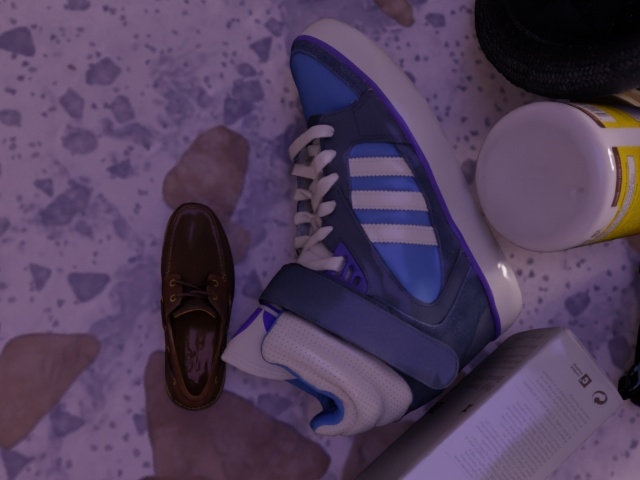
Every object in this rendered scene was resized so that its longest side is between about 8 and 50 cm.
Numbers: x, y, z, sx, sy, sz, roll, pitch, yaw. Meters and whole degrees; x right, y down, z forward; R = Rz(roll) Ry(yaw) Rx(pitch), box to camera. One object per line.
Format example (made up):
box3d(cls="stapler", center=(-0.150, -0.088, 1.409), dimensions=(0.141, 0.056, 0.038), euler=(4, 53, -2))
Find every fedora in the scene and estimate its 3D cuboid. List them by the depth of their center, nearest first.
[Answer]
box3d(cls="fedora", center=(0.295, -0.228, 0.752), dimensions=(0.152, 0.334, 0.334), euler=(33, 75, -34))

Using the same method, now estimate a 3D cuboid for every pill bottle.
box3d(cls="pill bottle", center=(0.233, -0.057, 0.732), dimensions=(0.215, 0.117, 0.117), euler=(-7, 80, -47))

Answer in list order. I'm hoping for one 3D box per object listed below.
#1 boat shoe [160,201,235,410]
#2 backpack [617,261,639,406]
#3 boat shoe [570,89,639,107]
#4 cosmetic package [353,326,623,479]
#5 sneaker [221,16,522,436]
box3d(cls="boat shoe", center=(-0.102, 0.053, 0.724), dimensions=(0.064, 0.060, 0.178), euler=(0, 80, -10))
box3d(cls="backpack", center=(0.352, 0.080, 0.739), dimensions=(0.117, 0.173, 0.158), euler=(17, 77, -6))
box3d(cls="boat shoe", center=(0.308, -0.124, 0.832), dimensions=(0.135, 0.050, 0.045), euler=(23, 56, 4))
box3d(cls="cosmetic package", center=(0.123, 0.176, 0.714), dimensions=(0.231, 0.117, 0.085), euler=(-38, 88, -15))
box3d(cls="sneaker", center=(0.000, 0.000, 0.714), dimensions=(0.236, 0.130, 0.323), euler=(-32, 93, -17))
